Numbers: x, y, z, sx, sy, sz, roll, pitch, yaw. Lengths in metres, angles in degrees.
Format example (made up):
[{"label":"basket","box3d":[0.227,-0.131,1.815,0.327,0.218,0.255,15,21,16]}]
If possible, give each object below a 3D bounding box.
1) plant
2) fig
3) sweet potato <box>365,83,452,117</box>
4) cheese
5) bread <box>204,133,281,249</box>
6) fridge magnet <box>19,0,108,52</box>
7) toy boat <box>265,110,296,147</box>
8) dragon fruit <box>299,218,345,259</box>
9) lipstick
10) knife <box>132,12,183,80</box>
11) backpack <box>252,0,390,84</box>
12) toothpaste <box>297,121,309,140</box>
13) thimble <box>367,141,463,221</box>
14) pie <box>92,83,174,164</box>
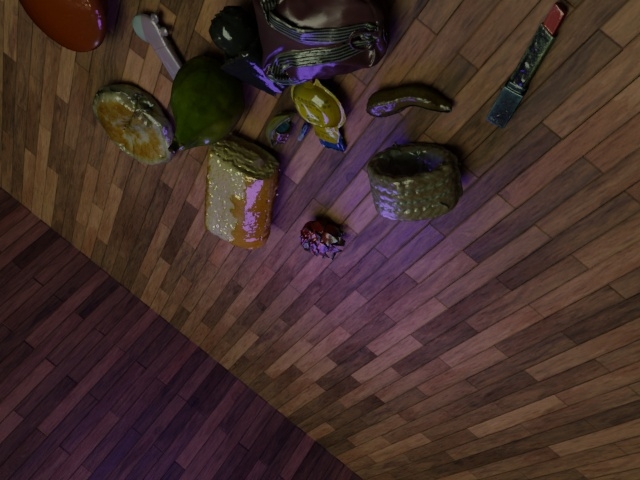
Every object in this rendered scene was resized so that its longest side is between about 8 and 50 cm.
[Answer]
[{"label":"plant","box3d":[-0.174,-0.498,1.766,0.256,0.164,0.142,39,151,-28]},{"label":"fig","box3d":[-0.353,-0.370,1.949,0.233,0.314,0.233,30,171,5]},{"label":"sweet potato","box3d":[0.213,-0.348,1.680,0.233,0.062,0.081,3,147,34]},{"label":"cheese","box3d":[0.001,-0.344,1.854,0.177,0.069,0.270,19,150,31]},{"label":"bread","box3d":[-0.252,-0.151,2.196,0.237,0.165,0.375,26,141,12]},{"label":"fridge magnet","box3d":[-0.777,-0.736,2.019,0.364,0.155,0.363,23,142,20]},{"label":"toy boat","box3d":[-0.113,-0.328,1.971,0.066,0.065,0.172,50,150,7]},{"label":"dragon fruit","box3d":[0.002,-0.007,2.180,0.142,0.121,0.130,24,-176,-24]},{"label":"lipstick","box3d":[0.449,-0.374,1.458,0.051,0.051,0.312,34,142,10]},{"label":"knife","box3d":[-0.433,-0.515,2.065,0.132,0.038,0.398,0,131,43]},{"label":"backpack","box3d":[0.004,-0.492,1.578,0.317,0.197,0.283,11,138,18]},{"label":"toothpaste","box3d":[-0.050,-0.314,1.962,0.024,0.015,0.083,60,155,11]},{"label":"thimble","box3d":[0.239,-0.154,1.748,0.229,0.196,0.148,11,135,34]},{"label":"pie","box3d":[-0.638,-0.397,2.337,0.339,0.077,0.339,20,142,17]}]
